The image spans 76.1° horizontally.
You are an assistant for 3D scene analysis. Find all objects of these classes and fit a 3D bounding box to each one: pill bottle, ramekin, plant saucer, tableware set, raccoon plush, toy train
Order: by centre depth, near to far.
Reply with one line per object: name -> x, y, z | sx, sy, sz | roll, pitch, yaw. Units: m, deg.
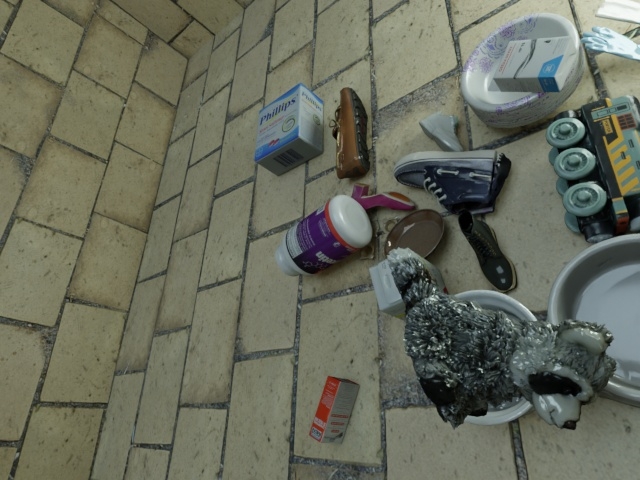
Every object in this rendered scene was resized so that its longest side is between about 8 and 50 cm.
raccoon plush -> 0.309, 0.129, 0.766 | 0.299, 0.216, 0.446 | -31, 59, 19
toy train -> 0.616, -0.158, 0.888 | 0.190, 0.142, 0.334 | -13, 61, 28
ramekin -> 0.370, 0.259, 0.904 | 0.277, 0.135, 0.277 | -20, 58, 36
plant saucer -> 0.273, -0.003, 1.175 | 0.199, 0.036, 0.198 | -34, 34, 26
tableware set -> 0.184, -0.004, 1.299 | 0.141, 0.020, 0.168 | -9, 63, 41
pill bottle -> 0.000, 0.000, 1.346 | 0.323, 0.181, 0.181 | -33, 50, 35

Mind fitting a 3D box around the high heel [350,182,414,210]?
high heel -> 0.190, -0.105, 1.321 | 0.244, 0.082, 0.117 | 22, 114, 35

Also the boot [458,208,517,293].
boot -> 0.395, 0.025, 0.996 | 0.077, 0.137, 0.198 | -36, 50, 26

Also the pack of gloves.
pack of gloves -> 0.736, -0.463, 0.939 | 0.232, 0.046, 0.195 | 32, 71, 25

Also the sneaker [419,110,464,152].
sneaker -> 0.385, -0.333, 1.239 | 0.094, 0.080, 0.212 | -35, 47, 11

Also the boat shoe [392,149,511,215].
boat shoe -> 0.338, -0.155, 1.146 | 0.341, 0.127, 0.158 | 2, 64, 44

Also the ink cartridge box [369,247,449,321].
ink cartridge box -> 0.236, 0.124, 1.069 | 0.127, 0.176, 0.128 | -33, 50, 28

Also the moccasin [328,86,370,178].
moccasin -> 0.098, -0.398, 1.508 | 0.147, 0.139, 0.380 | -14, 70, 29

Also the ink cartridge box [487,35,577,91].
ink cartridge box -> 0.488, -0.413, 0.971 | 0.180, 0.060, 0.104 | 22, 87, 46

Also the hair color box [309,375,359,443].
hair color box -> 0.040, 0.472, 1.143 | 0.053, 0.093, 0.167 | 8, 75, 46

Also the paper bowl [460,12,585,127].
paper bowl -> 0.535, -0.431, 1.085 | 0.284, 0.148, 0.284 | -21, 56, 35

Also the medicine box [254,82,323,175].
medicine box -> -0.133, -0.466, 1.740 | 0.263, 0.149, 0.289 | -20, 58, 36

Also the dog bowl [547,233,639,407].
dog bowl -> 0.605, 0.145, 0.763 | 0.349, 0.102, 0.348 | -20, 58, 36
